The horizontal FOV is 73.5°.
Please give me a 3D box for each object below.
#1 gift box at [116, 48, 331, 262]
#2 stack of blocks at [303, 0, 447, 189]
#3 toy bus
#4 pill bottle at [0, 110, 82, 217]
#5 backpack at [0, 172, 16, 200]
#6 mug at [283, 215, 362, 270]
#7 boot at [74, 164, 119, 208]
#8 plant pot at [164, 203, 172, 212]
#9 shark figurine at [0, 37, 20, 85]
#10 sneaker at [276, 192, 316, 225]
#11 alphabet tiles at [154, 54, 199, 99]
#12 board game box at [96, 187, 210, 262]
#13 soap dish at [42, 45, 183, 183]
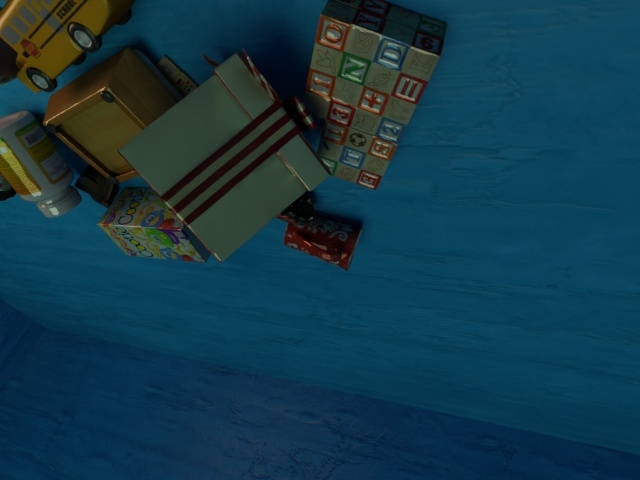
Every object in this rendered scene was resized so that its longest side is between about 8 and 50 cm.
[{"bbox_3d":[-0.155,-0.155,0.710,0.276,0.258,0.255,53,173,-22],"label":"gift box"},{"bbox_3d":[0.064,-0.229,0.712,0.171,0.087,0.297,19,147,0],"label":"stack of blocks"},{"bbox_3d":[-0.437,-0.376,0.728,0.333,0.108,0.130,-11,136,37],"label":"toy bus"},{"bbox_3d":[-0.718,-0.184,1.078,0.137,0.136,0.245,2,131,24],"label":"pill bottle"},{"bbox_3d":[-0.873,-0.218,1.118,0.189,0.165,0.144,29,144,-21],"label":"backpack"},{"bbox_3d":[0.004,-0.009,1.032,0.170,0.113,0.150,19,173,8],"label":"mug"},{"bbox_3d":[-0.596,-0.160,1.142,0.106,0.082,0.219,29,147,-20],"label":"boot"},{"bbox_3d":[-0.315,-0.130,1.033,0.109,0.096,0.109,11,147,12],"label":"plant pot"},{"bbox_3d":[-0.662,-0.408,0.835,0.278,0.166,0.116,34,122,9],"label":"shark figurine"},{"bbox_3d":[-0.144,-0.110,0.980,0.276,0.097,0.135,28,152,-18],"label":"sneaker"},{"bbox_3d":[-0.280,-0.254,0.918,0.198,0.009,0.237,-18,132,42],"label":"alphabet tiles"},{"bbox_3d":[-0.428,-0.045,1.168,0.276,0.144,0.142,3,143,21],"label":"board game box"},{"bbox_3d":[-0.407,-0.237,0.890,0.291,0.118,0.229,-9,138,33],"label":"soap dish"}]
